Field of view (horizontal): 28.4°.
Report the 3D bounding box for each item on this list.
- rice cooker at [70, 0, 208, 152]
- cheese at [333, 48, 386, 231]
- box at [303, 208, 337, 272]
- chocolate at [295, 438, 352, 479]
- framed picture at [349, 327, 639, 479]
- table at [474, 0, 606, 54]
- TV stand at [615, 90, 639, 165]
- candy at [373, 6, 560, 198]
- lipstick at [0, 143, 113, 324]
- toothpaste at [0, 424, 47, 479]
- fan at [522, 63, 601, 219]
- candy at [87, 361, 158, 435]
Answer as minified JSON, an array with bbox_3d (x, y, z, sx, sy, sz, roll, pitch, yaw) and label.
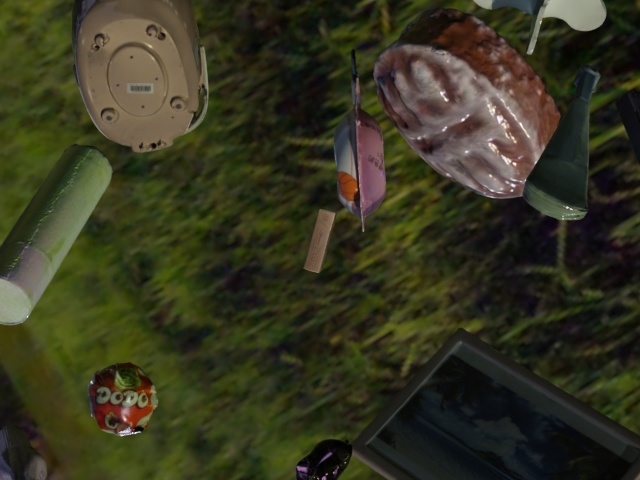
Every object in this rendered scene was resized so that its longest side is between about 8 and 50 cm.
[{"bbox_3d":[-0.197,-0.192,1.368,0.127,0.145,0.206,-101,2,-60],"label":"rice cooker"},{"bbox_3d":[0.057,-0.151,1.896,0.189,0.074,0.286,84,-177,-63],"label":"cheese"},{"bbox_3d":[0.000,0.000,1.677,0.024,0.083,0.053,17,-177,3],"label":"box"},{"bbox_3d":[-0.012,0.285,1.383,0.070,0.147,0.072,14,-177,28],"label":"chocolate"},{"bbox_3d":[0.225,0.261,1.571,0.315,0.232,0.024,30,153,32],"label":"framed picture"},{"bbox_3d":[0.267,-0.329,1.445,0.166,0.166,0.198,53,151,29],"label":"table"},{"bbox_3d":[0.440,-0.075,1.601,0.040,0.049,0.256,-48,48,47],"label":"TV stand"},{"bbox_3d":[0.208,-0.194,1.780,0.289,0.157,0.214,46,148,-19],"label":"candy"},{"bbox_3d":[-0.329,-0.015,1.531,0.304,0.076,0.076,-74,-33,-54],"label":"lipstick"},{"bbox_3d":[-0.372,0.333,1.618,0.099,0.068,0.282,36,-172,-37],"label":"toothpaste"},{"bbox_3d":[0.151,-0.062,0.756,0.038,0.193,0.016,26,124,3],"label":"fan"},{"bbox_3d":[-0.251,0.206,1.550,0.287,0.078,0.084,135,125,-71],"label":"candy"}]
